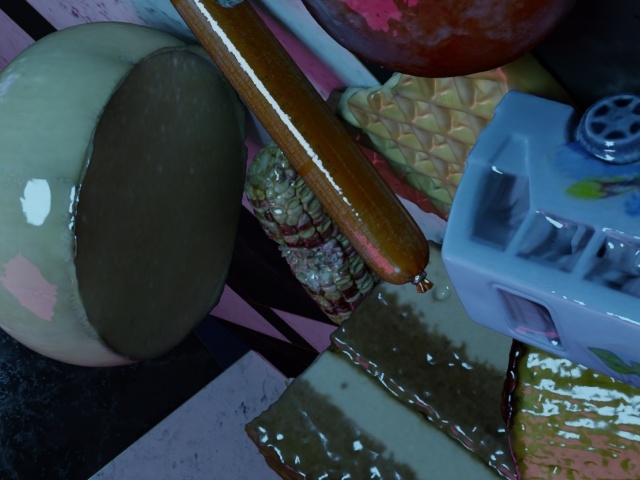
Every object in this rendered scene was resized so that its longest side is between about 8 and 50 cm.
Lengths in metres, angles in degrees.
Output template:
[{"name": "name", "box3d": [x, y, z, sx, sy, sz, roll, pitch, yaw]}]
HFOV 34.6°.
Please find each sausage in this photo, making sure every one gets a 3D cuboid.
[{"name": "sausage", "box3d": [-0.020, -0.099, 0.821, 0.348, 0.053, 0.053, 53, 167, 3]}]

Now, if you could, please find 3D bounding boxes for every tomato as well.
[{"name": "tomato", "box3d": [0.043, -0.149, 0.536, 0.173, 0.099, 0.189, 40, 165, 4]}]

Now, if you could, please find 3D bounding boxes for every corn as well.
[{"name": "corn", "box3d": [0.000, 0.000, 1.136, 0.098, 0.098, 0.290, 27, 162, 40]}]

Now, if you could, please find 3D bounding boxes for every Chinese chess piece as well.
[{"name": "Chinese chess piece", "box3d": [-0.200, -0.043, 1.013, 0.140, 0.338, 0.338, 12, 156, 23]}]

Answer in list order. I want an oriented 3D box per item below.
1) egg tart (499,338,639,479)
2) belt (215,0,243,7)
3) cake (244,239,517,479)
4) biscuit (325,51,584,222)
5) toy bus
[{"name": "egg tart", "box3d": [0.229, 0.098, 0.678, 0.170, 0.215, 0.215, 3, 144, 43]}, {"name": "belt", "box3d": [-0.084, -0.222, 0.693, 0.121, 0.079, 0.151, 37, -178, -42]}, {"name": "cake", "box3d": [0.115, 0.193, 1.049, 0.282, 0.290, 0.256, 36, 165, 16]}, {"name": "biscuit", "box3d": [0.111, -0.057, 0.778, 0.204, 0.040, 0.309, 42, 166, -15]}, {"name": "toy bus", "box3d": [0.215, 0.020, 0.529, 0.329, 0.136, 0.109, 20, 156, 39]}]
